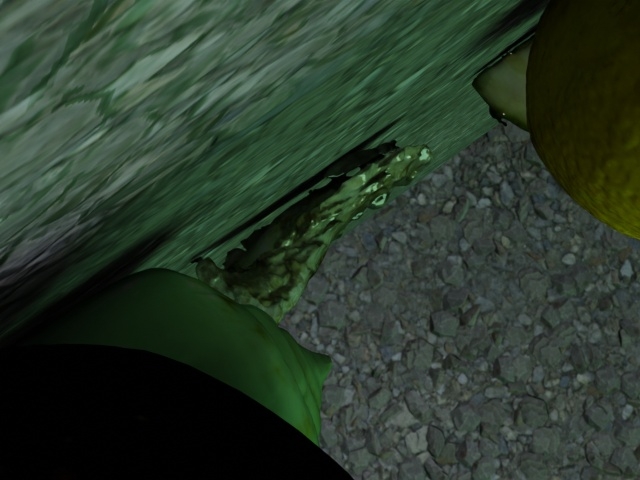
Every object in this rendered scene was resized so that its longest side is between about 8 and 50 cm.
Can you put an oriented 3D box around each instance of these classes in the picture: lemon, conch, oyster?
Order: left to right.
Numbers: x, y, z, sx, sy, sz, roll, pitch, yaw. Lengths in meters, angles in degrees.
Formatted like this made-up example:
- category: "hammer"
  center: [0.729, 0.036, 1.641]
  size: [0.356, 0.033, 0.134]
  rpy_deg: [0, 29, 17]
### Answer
- category: "conch"
  center: [-0.104, 0.119, 0.746]
  size: [0.250, 0.143, 0.137]
  rpy_deg: [-42, -136, -7]
- category: "oyster"
  center: [-0.001, -0.004, 1.061]
  size: [0.200, 0.061, 0.106]
  rpy_deg: [-36, 179, -24]
- category: "lemon"
  center: [0.209, -0.088, 0.946]
  size: [0.188, 0.188, 0.256]
  rpy_deg: [-36, 176, -2]

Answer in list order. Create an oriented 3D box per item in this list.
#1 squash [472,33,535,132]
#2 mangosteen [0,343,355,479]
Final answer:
- category: "squash"
  center: [0.270, -0.171, 1.224]
  size: [0.203, 0.111, 0.289]
  rpy_deg: [-36, -179, 43]
- category: "mangosteen"
  center: [-0.105, 0.178, 0.574]
  size: [0.313, 0.297, 0.297]
  rpy_deg: [5, -156, 32]
